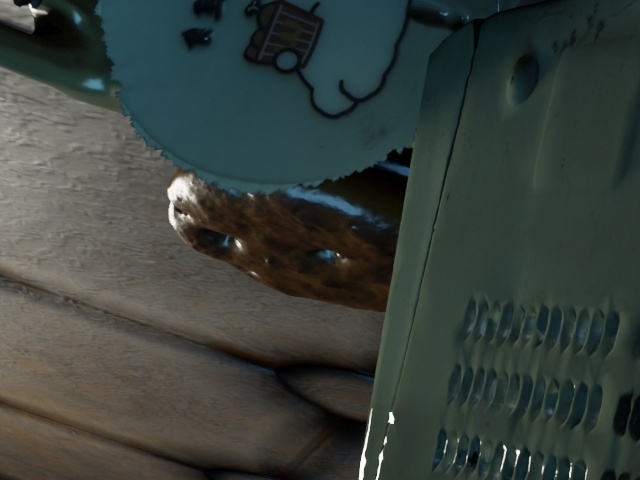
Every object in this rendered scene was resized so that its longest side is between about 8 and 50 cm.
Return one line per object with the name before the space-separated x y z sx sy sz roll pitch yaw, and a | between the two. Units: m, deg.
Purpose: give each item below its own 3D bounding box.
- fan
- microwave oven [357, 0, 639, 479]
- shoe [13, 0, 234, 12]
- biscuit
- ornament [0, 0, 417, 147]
fan | 0.058 -0.092 0.677 0.329 0.191 0.009 8 -150 -31
microwave oven | 0.256 0.051 0.568 0.394 0.247 0.333 15 173 -24
shoe | -0.117 -0.146 0.648 0.227 0.125 0.099 19 162 -8
biscuit | 0.000 0.000 1.038 0.212 0.036 0.212 15 160 6
ornament | -0.032 -0.085 0.788 0.230 0.061 0.245 10 178 30
